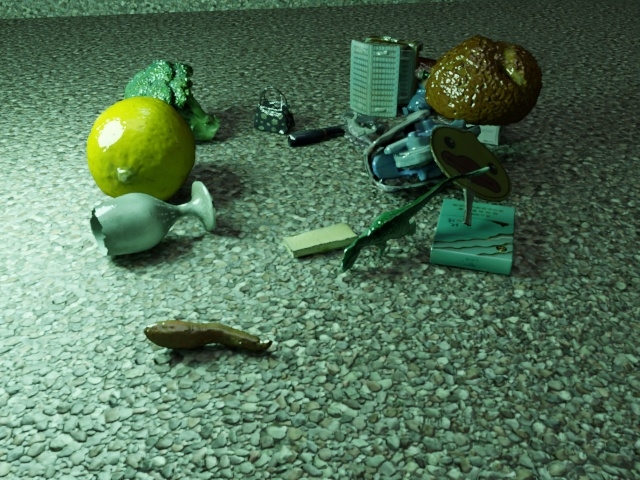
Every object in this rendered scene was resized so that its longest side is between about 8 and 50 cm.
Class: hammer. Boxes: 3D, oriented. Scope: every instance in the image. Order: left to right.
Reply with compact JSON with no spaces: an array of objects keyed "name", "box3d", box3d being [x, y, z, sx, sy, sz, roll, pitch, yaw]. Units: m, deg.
[{"name":"hammer","box3d":[0.031,-0.321,1.900,0.289,0.037,0.137,-17,35,-26]}]

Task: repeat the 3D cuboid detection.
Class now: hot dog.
[{"name":"hot dog","box3d":[0.313,-0.597,2.293,0.226,0.099,0.160,12,33,17]}]

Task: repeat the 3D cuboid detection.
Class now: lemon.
[{"name":"lemon","box3d":[-0.413,-0.210,1.524,0.245,0.245,0.320,0,28,1]}]

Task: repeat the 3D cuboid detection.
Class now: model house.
[{"name":"model house","box3d":[0.199,-0.531,2.068,0.198,0.224,0.215,15,34,23]}]

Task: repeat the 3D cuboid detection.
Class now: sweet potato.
[{"name":"sweet potato","box3d":[-0.186,0.162,1.099,0.214,0.050,0.050,5,31,-3]}]

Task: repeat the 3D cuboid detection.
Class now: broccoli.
[{"name":"broccoli","box3d":[-0.412,-0.369,1.824,0.270,0.270,0.270,24,23,-24]}]

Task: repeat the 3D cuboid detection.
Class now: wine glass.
[{"name":"wine glass","box3d":[-0.349,-0.046,1.370,0.241,0.126,0.126,-18,35,-29]}]

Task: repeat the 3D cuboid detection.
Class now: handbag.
[{"name":"handbag","box3d":[-0.141,-0.386,1.913,0.115,0.139,0.072,14,42,21]}]

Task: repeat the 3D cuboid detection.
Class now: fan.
[{"name":"fan","box3d":[0.338,-0.148,1.469,0.229,0.011,0.335,27,45,-13]}]

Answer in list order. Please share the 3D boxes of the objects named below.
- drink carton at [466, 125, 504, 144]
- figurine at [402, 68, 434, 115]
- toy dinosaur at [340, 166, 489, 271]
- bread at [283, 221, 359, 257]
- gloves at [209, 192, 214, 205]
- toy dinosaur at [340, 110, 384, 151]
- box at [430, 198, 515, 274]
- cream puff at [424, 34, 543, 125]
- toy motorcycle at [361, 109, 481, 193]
[{"name":"drink carton","box3d":[0.474,-0.368,1.918,0.134,0.102,0.222,12,35,16]},{"name":"figurine","box3d":[0.333,-0.457,2.032,0.114,0.145,0.178,22,49,38]},{"name":"toy dinosaur","box3d":[0.178,-0.047,1.368,0.383,0.129,0.076,-38,83,-18]},{"name":"bread","box3d":[0.000,0.000,1.380,0.153,0.028,0.068,-13,33,-18]},{"name":"gloves","box3d":[-0.265,-0.091,1.533,0.044,0.037,0.081,24,10,-35]},{"name":"toy dinosaur","box3d":[0.117,-0.294,1.830,0.082,0.039,0.209,-36,57,-18]},{"name":"box","box3d":[0.327,-0.014,1.384,0.162,0.041,0.229,9,32,14]},{"name":"cream puff","box3d":[0.435,-0.429,1.730,0.303,0.212,0.303,3,30,-2]},{"name":"toy motorcycle","box3d":[0.232,-0.239,1.620,0.241,0.182,0.319,24,33,32]}]
